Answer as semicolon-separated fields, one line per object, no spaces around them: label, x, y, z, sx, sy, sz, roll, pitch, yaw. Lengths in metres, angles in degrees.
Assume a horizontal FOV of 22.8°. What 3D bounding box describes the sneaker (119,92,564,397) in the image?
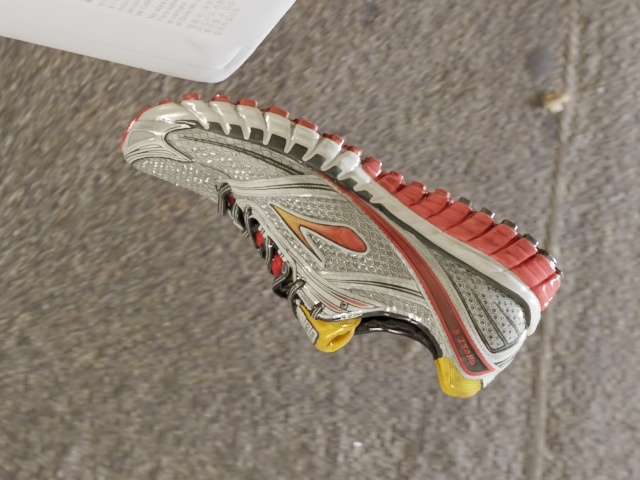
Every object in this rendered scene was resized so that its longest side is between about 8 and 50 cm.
sneaker;0.000;0.000;0.771;0.225;0.088;0.093;27;82;8

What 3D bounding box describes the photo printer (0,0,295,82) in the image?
photo printer;-0.140;-0.219;0.922;0.307;0.256;0.107;10;54;-30
